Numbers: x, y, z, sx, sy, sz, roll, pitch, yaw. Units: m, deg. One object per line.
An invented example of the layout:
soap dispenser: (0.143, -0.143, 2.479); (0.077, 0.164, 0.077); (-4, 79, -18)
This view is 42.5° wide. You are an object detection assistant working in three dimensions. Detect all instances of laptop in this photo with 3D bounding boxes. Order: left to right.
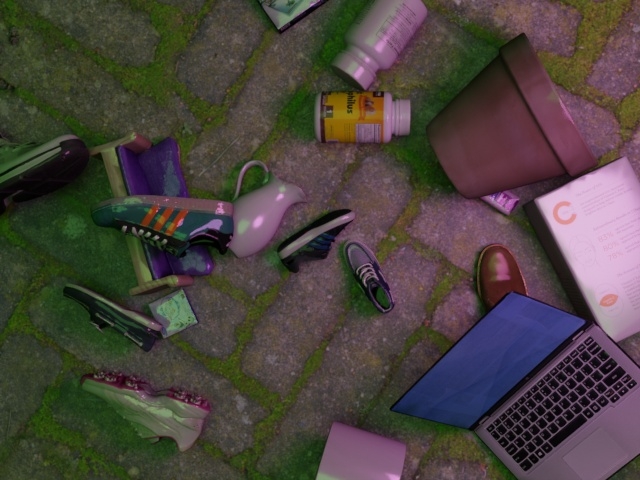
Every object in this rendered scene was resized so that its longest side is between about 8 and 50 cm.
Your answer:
laptop: (0.438, 0.350, 1.678); (0.408, 0.236, 0.382); (48, 118, 15)

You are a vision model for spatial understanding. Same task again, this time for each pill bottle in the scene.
pill bottle: (0.095, -0.280, 1.868); (0.215, 0.117, 0.117); (1, 87, 4)
pill bottle: (0.127, -0.461, 1.868); (0.131, 0.131, 0.229); (36, 90, 5)

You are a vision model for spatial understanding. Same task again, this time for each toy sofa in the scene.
toy sofa: (-0.380, -0.063, 1.876); (0.177, 0.150, 0.362); (-17, 86, 4)

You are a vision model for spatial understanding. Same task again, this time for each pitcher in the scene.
pitcher: (-0.161, -0.075, 1.885); (0.178, 0.125, 0.207); (40, 79, 24)

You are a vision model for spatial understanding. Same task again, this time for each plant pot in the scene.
plant pot: (0.394, -0.233, 1.772); (0.280, 0.323, 0.323); (-30, 85, 18)

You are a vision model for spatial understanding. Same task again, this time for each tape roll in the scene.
tape roll: (0.070, 0.528, 1.766); (0.169, 0.246, 0.246); (17, 89, 5)

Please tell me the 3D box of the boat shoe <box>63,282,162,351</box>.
boat shoe: (-0.489, 0.175, 1.900); (0.255, 0.095, 0.079); (25, 85, 3)

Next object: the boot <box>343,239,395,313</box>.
boot: (0.113, 0.079, 1.864); (0.069, 0.086, 0.190); (-33, 85, 2)

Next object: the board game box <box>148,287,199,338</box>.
board game box: (-0.343, 0.171, 1.926); (0.090, 0.020, 0.090); (-25, 86, 2)

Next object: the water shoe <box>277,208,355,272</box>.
water shoe: (0.000, 0.000, 1.895); (0.203, 0.073, 0.080); (-29, 107, 6)

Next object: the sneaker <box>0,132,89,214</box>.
sneaker: (-0.736, -0.207, 1.861); (0.448, 0.169, 0.257); (-21, 82, 23)

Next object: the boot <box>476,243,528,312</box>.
boot: (0.415, 0.155, 1.826); (0.112, 0.115, 0.305); (-8, 85, 6)

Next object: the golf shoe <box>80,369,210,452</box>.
golf shoe: (-0.412, 0.388, 1.877); (0.306, 0.115, 0.140); (16, 92, 6)

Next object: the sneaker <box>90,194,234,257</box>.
sneaker: (-0.333, -0.026, 1.745); (0.302, 0.108, 0.121); (1, 78, -12)

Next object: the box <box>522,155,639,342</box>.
box: (0.623, 0.023, 1.789); (0.215, 0.168, 0.345); (-26, 86, 3)

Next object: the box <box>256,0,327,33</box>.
box: (-0.047, -0.618, 1.932); (0.233, 0.044, 0.159); (-34, 85, 2)

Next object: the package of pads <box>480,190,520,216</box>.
package of pads: (0.408, -0.097, 1.879); (0.083, 0.032, 0.050); (34, 93, 5)
